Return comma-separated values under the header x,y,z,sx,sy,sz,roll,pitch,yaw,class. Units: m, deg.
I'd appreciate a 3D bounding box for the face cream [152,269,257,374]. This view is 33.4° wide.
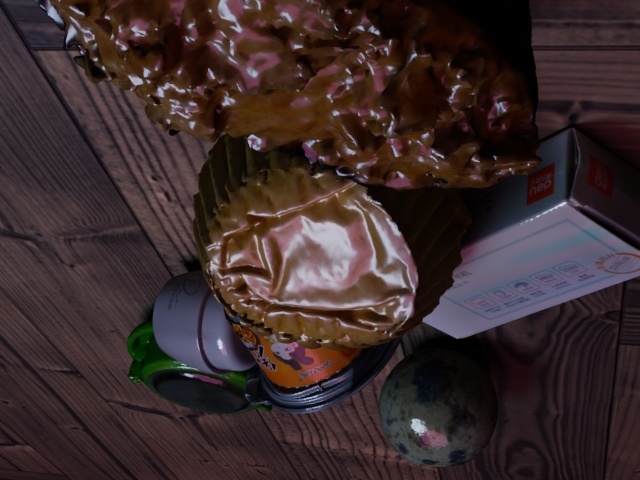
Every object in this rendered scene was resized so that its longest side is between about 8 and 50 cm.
x,y,z,sx,sy,sz,roll,pitch,yaw,class
-0.117,0.087,1.173,0.104,0.117,0.117,4,151,27,face cream

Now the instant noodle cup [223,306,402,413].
x,y,z,sx,sy,sz,roll,pitch,yaw,class
-0.018,0.066,1.065,0.125,0.208,0.177,52,174,-32,instant noodle cup

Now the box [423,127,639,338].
x,y,z,sx,sy,sz,roll,pitch,yaw,class
0.174,0.004,0.966,0.135,0.079,0.269,26,147,-28,box

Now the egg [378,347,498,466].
x,y,z,sx,sy,sz,roll,pitch,yaw,class
0.140,0.202,1.266,0.141,0.141,0.182,3,159,14,egg

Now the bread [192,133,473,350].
x,y,z,sx,sy,sz,roll,pitch,yaw,class
-0.001,-0.001,0.895,0.240,0.139,0.240,7,120,13,bread

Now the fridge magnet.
x,y,z,sx,sy,sz,roll,pitch,yaw,class
-0.139,0.154,1.324,0.208,0.088,0.208,8,151,5,fridge magnet

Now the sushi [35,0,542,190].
x,y,z,sx,sy,sz,roll,pitch,yaw,class
-0.024,-0.143,0.651,0.348,0.207,0.234,26,141,-29,sushi
